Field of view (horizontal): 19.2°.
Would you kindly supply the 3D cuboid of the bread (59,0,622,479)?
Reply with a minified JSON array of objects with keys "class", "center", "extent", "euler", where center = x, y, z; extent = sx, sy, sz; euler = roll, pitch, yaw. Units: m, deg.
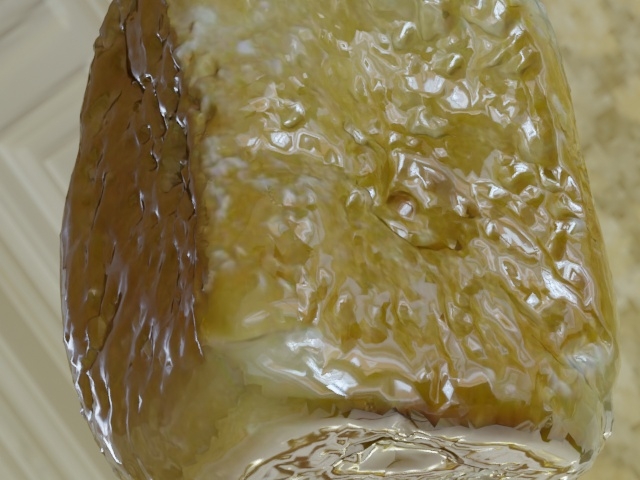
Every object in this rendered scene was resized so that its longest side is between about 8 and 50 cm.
[{"class":"bread","center":[0.000,0.000,0.758],"extent":[0.195,0.246,0.176],"euler":[10,147,-27]}]
